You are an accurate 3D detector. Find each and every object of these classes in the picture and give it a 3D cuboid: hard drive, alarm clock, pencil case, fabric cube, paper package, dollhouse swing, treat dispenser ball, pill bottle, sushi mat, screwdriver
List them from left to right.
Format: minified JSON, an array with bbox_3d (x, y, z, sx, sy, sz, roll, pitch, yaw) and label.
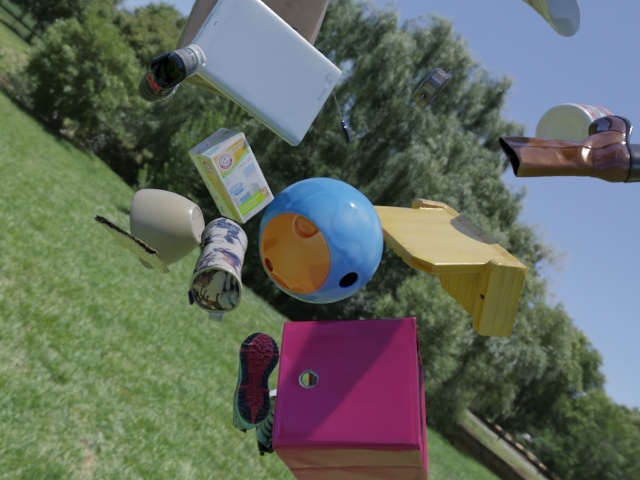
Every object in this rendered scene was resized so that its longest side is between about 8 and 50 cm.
[{"bbox_3d":[-0.429,0.016,1.487,0.151,0.019,0.316,34,-13,-1],"label":"sushi mat"},{"bbox_3d":[-0.316,0.076,2.016,0.160,0.183,0.410,18,21,-12],"label":"pencil case"},{"bbox_3d":[-0.176,-0.512,1.611,0.309,0.325,0.168,21,-7,-13],"label":"paper package"},{"bbox_3d":[-0.119,-0.374,1.382,0.307,0.203,0.040,34,-7,-28],"label":"hard drive"},{"bbox_3d":[0.000,0.000,1.474,0.288,0.288,0.288,37,-6,4],"label":"treat dispenser ball"},{"bbox_3d":[0.061,-0.372,1.934,0.025,0.024,0.170,-93,165,-72],"label":"screwdriver"},{"bbox_3d":[0.070,0.318,1.249,0.258,0.254,0.259,-3,-35,11],"label":"fabric cube"},{"bbox_3d":[0.338,-0.470,2.007,0.064,0.192,0.129,37,-45,2],"label":"alarm clock"},{"bbox_3d":[0.285,0.082,1.649,0.347,0.305,0.315,48,-35,48],"label":"dollhouse swing"},{"bbox_3d":[0.733,-0.299,1.798,0.161,0.161,0.283,34,29,33],"label":"pill bottle"}]

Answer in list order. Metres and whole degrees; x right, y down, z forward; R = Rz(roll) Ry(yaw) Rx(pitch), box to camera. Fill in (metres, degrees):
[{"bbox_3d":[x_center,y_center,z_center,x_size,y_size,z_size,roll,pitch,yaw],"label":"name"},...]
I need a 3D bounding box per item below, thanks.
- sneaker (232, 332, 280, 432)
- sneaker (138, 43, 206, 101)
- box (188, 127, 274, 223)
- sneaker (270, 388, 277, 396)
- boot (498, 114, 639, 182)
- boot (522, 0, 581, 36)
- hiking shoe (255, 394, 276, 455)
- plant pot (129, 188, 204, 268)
[{"bbox_3d":[-0.179,0.353,1.612,0.104,0.262,0.125,21,-44,-13],"label":"sneaker"},{"bbox_3d":[-0.283,-0.296,1.150,0.170,0.075,0.063,-19,-80,38],"label":"sneaker"},{"bbox_3d":[-0.220,-0.161,1.597,0.103,0.114,0.203,21,-37,46],"label":"box"},{"bbox_3d":[-0.168,0.517,2.029,0.237,0.086,0.085,17,48,-60],"label":"sneaker"},{"bbox_3d":[0.523,-0.197,1.377,0.280,0.264,0.096,1,-51,3],"label":"boot"},{"bbox_3d":[0.613,-0.675,1.773,0.258,0.095,0.123,51,2,-18],"label":"boot"},{"bbox_3d":[-0.098,0.490,1.707,0.113,0.132,0.304,6,-26,-16],"label":"hiking shoe"},{"bbox_3d":[-0.517,-0.050,2.246,0.191,0.284,0.284,-7,-15,8],"label":"plant pot"}]
